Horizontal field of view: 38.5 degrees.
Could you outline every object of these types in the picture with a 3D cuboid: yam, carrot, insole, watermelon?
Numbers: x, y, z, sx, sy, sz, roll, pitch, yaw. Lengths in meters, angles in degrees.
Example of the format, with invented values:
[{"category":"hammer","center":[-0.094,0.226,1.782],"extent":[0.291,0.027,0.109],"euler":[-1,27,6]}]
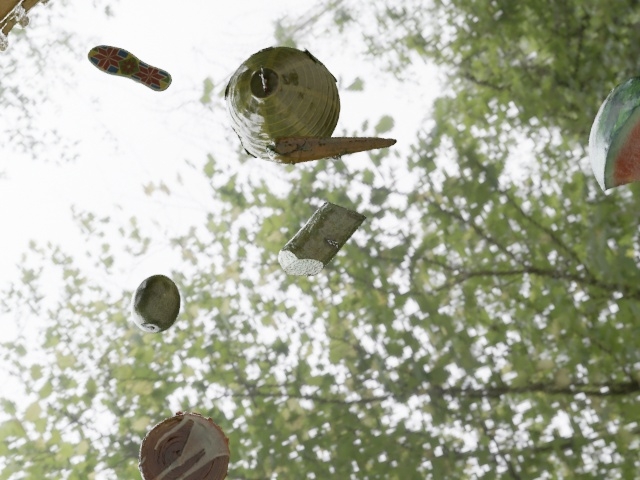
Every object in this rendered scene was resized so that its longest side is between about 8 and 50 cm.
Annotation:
[{"category":"yam","center":[0.000,0.000,1.374],"extent":[0.069,0.146,0.070],"euler":[41,-173,-6]},{"category":"carrot","center":[0.023,-0.153,1.495],"extent":[0.254,0.049,0.049],"euler":[-8,-110,-31]},{"category":"insole","center":[-0.391,-0.354,1.875],"extent":[0.193,0.006,0.065],"euler":[25,-105,11]},{"category":"watermelon","center":[0.559,-0.175,1.581],"extent":[0.136,0.202,0.207],"euler":[11,-82,-65]}]

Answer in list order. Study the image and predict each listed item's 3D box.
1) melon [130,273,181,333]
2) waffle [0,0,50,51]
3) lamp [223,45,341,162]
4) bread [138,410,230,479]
[{"category":"melon","center":[-0.327,0.125,1.823],"extent":[0.098,0.098,0.131],"euler":[34,-145,-31]},{"category":"waffle","center":[-0.593,-0.542,1.900],"extent":[0.077,0.348,0.304],"euler":[44,173,-13]},{"category":"lamp","center":[-0.087,-0.287,1.901],"extent":[0.284,0.250,0.250],"euler":[36,-147,-71]},{"category":"bread","center":[-0.232,0.375,1.579],"extent":[0.160,0.073,0.161],"euler":[2,-108,-7]}]
